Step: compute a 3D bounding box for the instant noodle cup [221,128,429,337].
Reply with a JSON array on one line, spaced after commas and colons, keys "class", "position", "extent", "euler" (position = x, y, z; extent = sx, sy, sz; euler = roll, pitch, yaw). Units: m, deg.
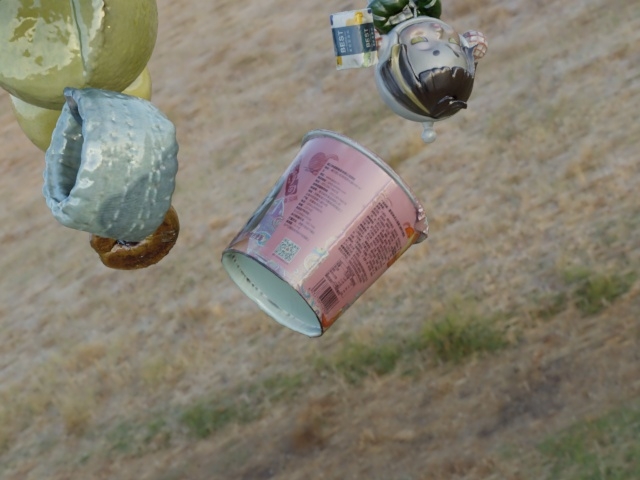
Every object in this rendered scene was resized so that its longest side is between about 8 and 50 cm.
[{"class": "instant noodle cup", "position": [0.000, 0.000, 1.703], "extent": [0.231, 0.243, 0.243], "euler": [-50, 25, -19]}]

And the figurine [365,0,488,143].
[{"class": "figurine", "position": [0.165, -0.359, 2.084], "extent": [0.281, 0.369, 0.167], "euler": [-4, -29, -27]}]

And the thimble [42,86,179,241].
[{"class": "thimble", "position": [-0.333, -0.125, 1.787], "extent": [0.205, 0.172, 0.250], "euler": [-36, 49, 45]}]

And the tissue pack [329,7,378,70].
[{"class": "tissue pack", "position": [0.049, -0.292, 1.675], "extent": [0.062, 0.083, 0.042], "euler": [2, 16, 42]}]

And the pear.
[{"class": "pear", "position": [-0.502, -0.318, 2.448], "extent": [0.309, 0.309, 0.309], "euler": [-25, 19, 9]}]

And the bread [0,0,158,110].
[{"class": "bread", "position": [-0.426, -0.376, 1.908], "extent": [0.321, 0.320, 0.237], "euler": [-25, -11, 9]}]

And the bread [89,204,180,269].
[{"class": "bread", "position": [-0.364, -0.019, 2.257], "extent": [0.193, 0.193, 0.064], "euler": [-28, 50, 1]}]
